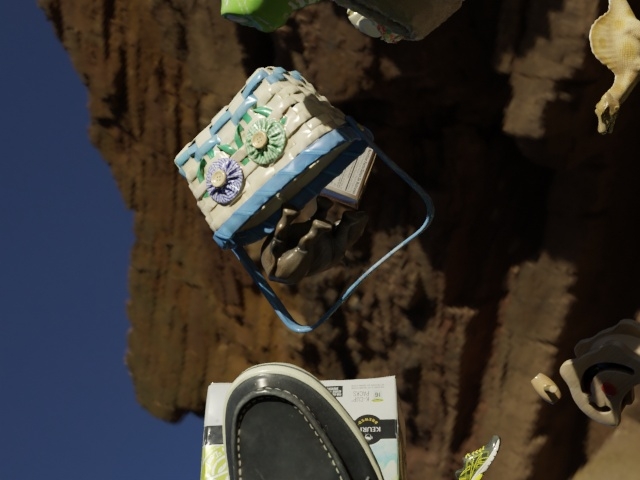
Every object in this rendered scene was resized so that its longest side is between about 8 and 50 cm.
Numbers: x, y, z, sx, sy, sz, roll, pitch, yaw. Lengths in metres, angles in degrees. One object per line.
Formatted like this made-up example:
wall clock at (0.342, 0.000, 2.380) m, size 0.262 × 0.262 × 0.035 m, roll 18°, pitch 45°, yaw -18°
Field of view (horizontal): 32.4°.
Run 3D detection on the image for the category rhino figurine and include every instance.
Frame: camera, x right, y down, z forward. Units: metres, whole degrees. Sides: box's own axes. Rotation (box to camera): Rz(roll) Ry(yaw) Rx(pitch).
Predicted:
rhino figurine at (0.000, 0.000, 1.449) m, size 0.106 × 0.073 × 0.243 m, roll -61°, pitch -20°, yaw 19°

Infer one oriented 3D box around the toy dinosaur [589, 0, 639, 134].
toy dinosaur at (0.281, -0.186, 0.997) m, size 0.092 × 0.053 × 0.183 m, roll 7°, pitch -107°, yaw -20°

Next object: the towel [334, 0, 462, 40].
towel at (0.075, -0.349, 1.348) m, size 0.187 × 0.282 × 0.049 m, roll -41°, pitch -33°, yaw -21°

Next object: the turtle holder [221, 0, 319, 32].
turtle holder at (-0.030, -0.364, 1.196) m, size 0.243 × 0.227 × 0.321 m, roll 18°, pitch -116°, yaw -74°

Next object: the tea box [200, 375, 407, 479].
tea box at (-0.021, 0.422, 1.859) m, size 0.220 × 0.328 × 0.324 m, roll 75°, pitch -168°, yaw -58°

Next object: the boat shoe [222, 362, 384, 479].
boat shoe at (-0.005, 0.386, 1.264) m, size 0.156 × 0.186 × 0.501 m, roll -3°, pitch -100°, yaw -76°

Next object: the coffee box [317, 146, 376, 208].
coffee box at (-0.034, -0.145, 1.874) m, size 0.141 × 0.246 × 0.098 m, roll 73°, pitch -142°, yaw -87°

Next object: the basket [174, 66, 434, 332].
basket at (-0.030, -0.057, 1.416) m, size 0.255 × 0.289 × 0.201 m, roll -45°, pitch -5°, yaw 19°

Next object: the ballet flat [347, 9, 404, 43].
ballet flat at (0.077, -0.322, 1.528) m, size 0.077 × 0.241 × 0.091 m, roll -38°, pitch -71°, yaw 2°

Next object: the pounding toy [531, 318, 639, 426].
pounding toy at (0.510, 0.271, 1.998) m, size 0.155 × 0.154 × 0.269 m, roll -44°, pitch 2°, yaw -38°

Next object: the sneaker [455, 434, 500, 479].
sneaker at (0.207, 0.288, 1.449) m, size 0.083 × 0.035 × 0.031 m, roll -58°, pitch -13°, yaw 5°
